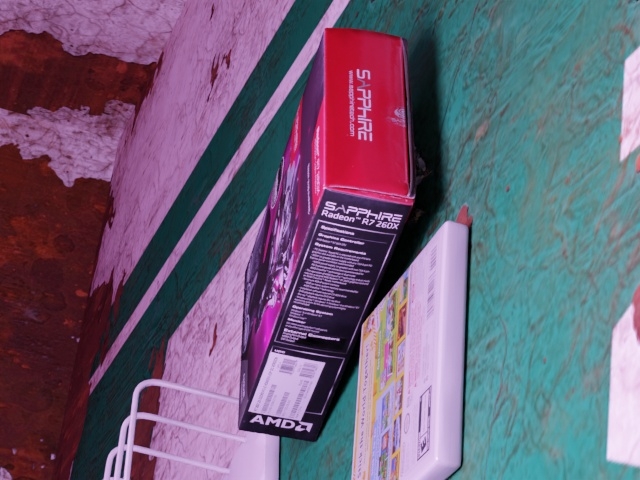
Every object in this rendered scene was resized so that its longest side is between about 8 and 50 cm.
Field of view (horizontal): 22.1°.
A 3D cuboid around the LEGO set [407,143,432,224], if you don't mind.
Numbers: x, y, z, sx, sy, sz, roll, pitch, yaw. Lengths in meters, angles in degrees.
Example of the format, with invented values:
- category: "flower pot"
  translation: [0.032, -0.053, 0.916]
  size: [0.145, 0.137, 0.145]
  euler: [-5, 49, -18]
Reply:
- category: "LEGO set"
  translation: [0.093, -0.056, 1.551]
  size: [0.054, 0.023, 0.083]
  euler: [165, 106, -77]

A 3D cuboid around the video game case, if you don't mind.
- category: "video game case"
  translation: [0.075, 0.128, 1.417]
  size: [0.206, 0.026, 0.227]
  euler: [125, 155, -54]

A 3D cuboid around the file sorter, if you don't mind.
- category: "file sorter"
  translation: [-0.171, 0.320, 1.882]
  size: [0.193, 0.173, 0.278]
  euler: [-89, 19, -46]

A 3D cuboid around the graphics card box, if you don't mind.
- category: "graphics card box"
  translation: [0.000, 0.000, 1.642]
  size: [0.371, 0.094, 0.233]
  euler: [109, 166, -45]
